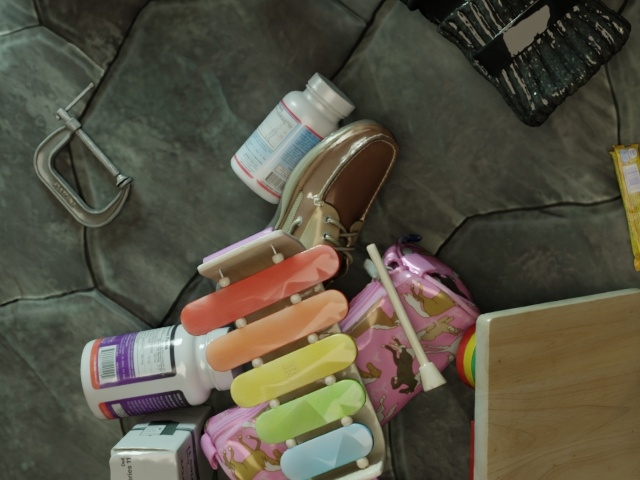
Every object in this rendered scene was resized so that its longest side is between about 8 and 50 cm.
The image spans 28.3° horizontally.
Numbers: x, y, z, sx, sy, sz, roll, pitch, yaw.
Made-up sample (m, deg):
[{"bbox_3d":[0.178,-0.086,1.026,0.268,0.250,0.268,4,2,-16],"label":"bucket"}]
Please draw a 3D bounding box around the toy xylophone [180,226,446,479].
[{"bbox_3d":[-0.004,0.130,1.478,0.236,0.081,0.323,-32,84,13],"label":"toy xylophone"}]

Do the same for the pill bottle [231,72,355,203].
[{"bbox_3d":[-0.033,-0.130,1.597,0.087,0.087,0.160,43,101,1],"label":"pill bottle"}]

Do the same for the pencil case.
[{"bbox_3d":[0.026,0.171,1.596,0.167,0.160,0.386,44,102,0],"label":"pencil case"}]

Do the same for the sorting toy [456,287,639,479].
[{"bbox_3d":[0.274,0.192,1.542,0.257,0.089,0.256,-7,102,-31],"label":"sorting toy"}]

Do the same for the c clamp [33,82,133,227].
[{"bbox_3d":[-0.307,-0.103,1.673,0.137,0.022,0.161,-36,91,11],"label":"c clamp"}]

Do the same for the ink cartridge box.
[{"bbox_3d":[-0.195,0.308,1.620,0.086,0.208,0.153,-2,98,8],"label":"ink cartridge box"}]

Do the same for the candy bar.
[{"bbox_3d":[0.395,-0.043,1.584,0.040,0.018,0.162,-14,95,6],"label":"candy bar"}]

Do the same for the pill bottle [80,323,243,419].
[{"bbox_3d":[-0.203,0.167,1.653,0.193,0.108,0.108,-10,96,9],"label":"pill bottle"}]

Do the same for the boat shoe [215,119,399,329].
[{"bbox_3d":[0.000,0.000,1.578,0.324,0.123,0.116,-55,44,18],"label":"boat shoe"}]

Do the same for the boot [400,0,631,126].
[{"bbox_3d":[0.278,-0.335,1.499,0.260,0.131,0.348,42,112,8],"label":"boot"}]
